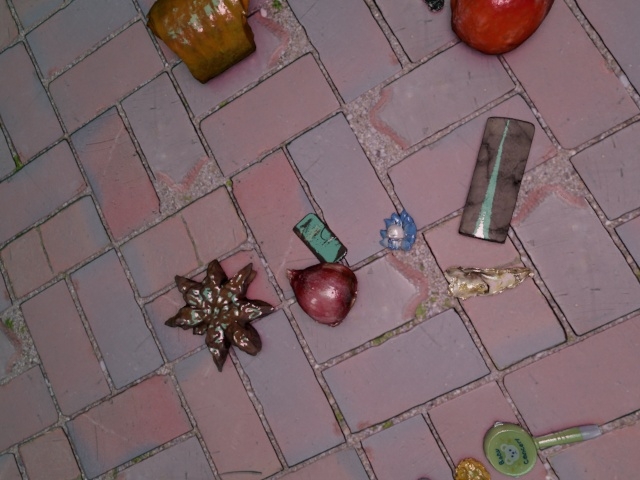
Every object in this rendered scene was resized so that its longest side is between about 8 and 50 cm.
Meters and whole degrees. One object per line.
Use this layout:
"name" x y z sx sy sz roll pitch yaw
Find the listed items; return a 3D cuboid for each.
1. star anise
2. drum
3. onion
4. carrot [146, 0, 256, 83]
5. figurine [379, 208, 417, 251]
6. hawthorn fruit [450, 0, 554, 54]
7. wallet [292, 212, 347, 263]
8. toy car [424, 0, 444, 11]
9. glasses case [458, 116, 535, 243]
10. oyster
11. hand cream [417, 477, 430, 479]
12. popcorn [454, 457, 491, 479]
"star anise" -0.280 0.199 1.134 0.316 0.108 0.314 0 85 5
"drum" 0.503 0.454 0.978 0.253 0.049 0.130 -34 81 8
"onion" -0.002 0.121 1.058 0.195 0.159 0.159 23 92 13
"carrot" -0.286 -0.588 1.115 0.341 0.241 0.241 -30 81 12
"figurine" 0.200 -0.028 1.056 0.114 0.079 0.114 -14 73 56
"hawthorn fruit" 0.415 -0.570 0.942 0.242 0.272 0.241 0 87 6
"wallet" 0.000 0.000 1.130 0.082 0.018 0.156 -42 79 7
"toy car" 0.291 -0.638 1.098 0.041 0.025 0.093 -32 78 11
"glasses case" 0.429 -0.147 1.022 0.114 0.060 0.298 14 90 13
"oyster" 0.405 0.101 1.028 0.200 0.061 0.105 11 107 15
"hand cream" 0.301 0.656 1.013 0.175 0.046 0.095 39 93 10
"popcorn" 0.363 0.566 0.999 0.084 0.057 0.082 -16 82 14
